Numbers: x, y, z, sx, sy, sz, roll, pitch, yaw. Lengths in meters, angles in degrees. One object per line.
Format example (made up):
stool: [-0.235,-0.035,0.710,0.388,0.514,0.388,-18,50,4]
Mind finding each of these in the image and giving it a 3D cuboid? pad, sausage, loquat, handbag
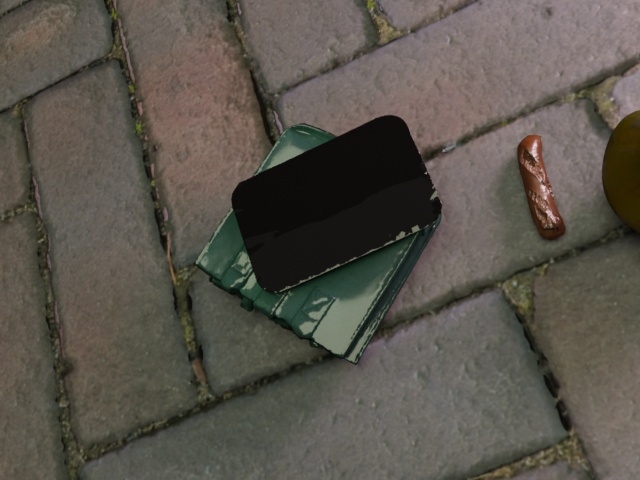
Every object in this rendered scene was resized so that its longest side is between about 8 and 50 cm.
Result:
pad: [0.016,-0.052,1.100,0.267,0.004,0.181,-23,66,7]
sausage: [0.294,-0.075,1.101,0.036,0.042,0.158,-36,51,47]
loquat: [0.424,-0.078,0.998,0.152,0.152,0.195,-3,76,18]
handbag: [0.002,0.000,1.143,0.268,0.100,0.274,26,81,22]
